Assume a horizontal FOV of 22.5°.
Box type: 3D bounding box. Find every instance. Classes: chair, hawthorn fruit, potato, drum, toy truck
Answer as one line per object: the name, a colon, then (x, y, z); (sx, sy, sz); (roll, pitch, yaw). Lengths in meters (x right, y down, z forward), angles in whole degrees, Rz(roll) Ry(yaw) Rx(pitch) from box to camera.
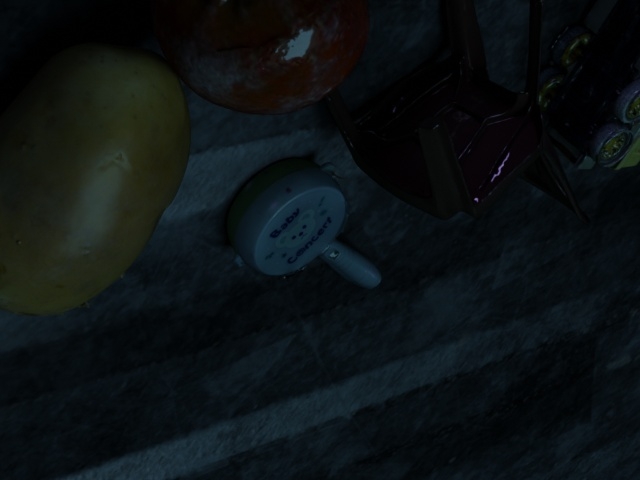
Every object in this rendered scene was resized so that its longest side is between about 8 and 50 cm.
chair: (0.131, -0.092, 1.498); (0.183, 0.176, 0.326); (-43, 143, -17)
hawthorn fruit: (-0.044, -0.173, 1.217); (0.173, 0.173, 0.173); (-29, 146, -22)
potato: (-0.187, -0.045, 1.244); (0.234, 0.146, 0.150); (-51, 176, 12)
drum: (-0.016, 0.013, 1.572); (0.130, 0.049, 0.253); (-38, 148, -8)
toy truck: (0.342, -0.197, 1.647); (0.157, 0.124, 0.272); (0, 129, -47)
